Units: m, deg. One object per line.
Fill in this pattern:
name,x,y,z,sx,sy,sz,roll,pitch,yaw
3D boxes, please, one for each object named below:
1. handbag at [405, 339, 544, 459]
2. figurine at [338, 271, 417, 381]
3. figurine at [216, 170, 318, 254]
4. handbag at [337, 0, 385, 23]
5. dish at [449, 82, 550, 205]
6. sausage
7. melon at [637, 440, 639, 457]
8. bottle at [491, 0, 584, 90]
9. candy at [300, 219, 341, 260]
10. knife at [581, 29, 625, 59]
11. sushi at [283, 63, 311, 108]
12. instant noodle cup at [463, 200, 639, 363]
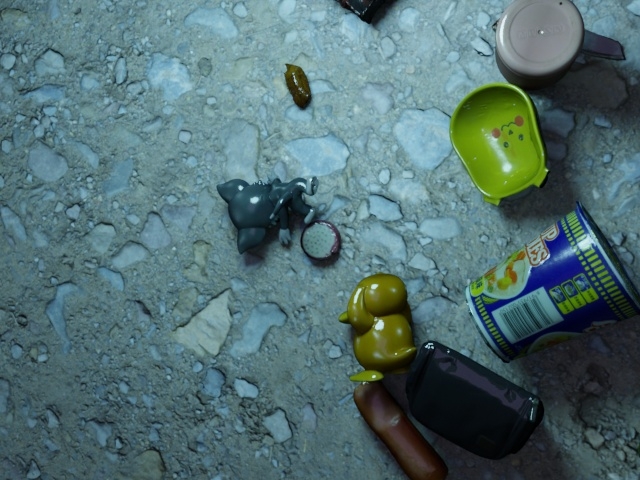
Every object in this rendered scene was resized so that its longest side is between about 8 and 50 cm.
handbag,0.322,0.358,1.652,0.301,0.275,0.178,29,86,16
figurine,0.142,0.201,1.758,0.215,0.215,0.228,-29,69,14
figurine,-0.116,-0.076,1.864,0.265,0.140,0.193,-9,98,45
handbag,0.084,-0.641,1.817,0.215,0.155,0.169,41,107,12
dish,0.423,-0.223,1.710,0.221,0.108,0.263,-28,80,46
sausage,0.187,0.457,1.792,0.089,0.083,0.300,-41,75,12
melon,0.760,0.458,1.604,0.167,0.114,0.114,18,93,19
bottle,0.452,-0.424,1.630,0.173,0.297,0.206,-40,83,11
candy,0.000,0.000,1.881,0.103,0.043,0.103,-1,87,17
knife,0.587,-0.462,1.734,0.230,0.028,0.060,26,108,13
sushi,-0.062,-0.391,1.904,0.060,0.061,0.118,-17,80,48
instant noodle cup,0.491,0.112,1.634,0.312,0.284,0.284,-32,80,21
